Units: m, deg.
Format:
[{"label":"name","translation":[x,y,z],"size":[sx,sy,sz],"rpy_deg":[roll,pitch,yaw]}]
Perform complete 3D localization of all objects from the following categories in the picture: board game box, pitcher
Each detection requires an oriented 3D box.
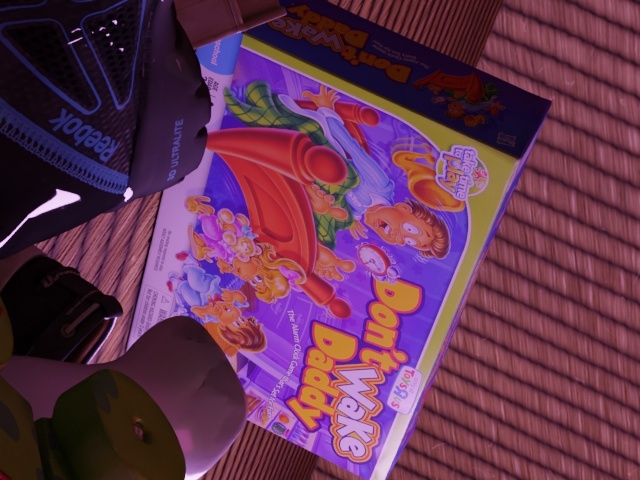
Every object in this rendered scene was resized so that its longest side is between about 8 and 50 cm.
[{"label":"board game box","translation":[0.000,0.000,1.222],"size":[0.078,0.233,0.347],"rpy_deg":[-56,168,-47]},{"label":"pitcher","translation":[-0.160,0.133,0.879],"size":[0.207,0.125,0.178],"rpy_deg":[-16,146,-43]}]

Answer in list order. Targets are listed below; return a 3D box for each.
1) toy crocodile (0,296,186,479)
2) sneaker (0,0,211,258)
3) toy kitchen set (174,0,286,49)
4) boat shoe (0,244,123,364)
[{"label":"toy crocodile","translation":[-0.144,0.095,0.668],"size":[0.115,0.105,0.340],"rpy_deg":[-30,140,12]},{"label":"sneaker","translation":[-0.113,-0.110,0.592],"size":[0.139,0.125,0.341],"rpy_deg":[-35,148,-28]},{"label":"toy kitchen set","translation":[-0.073,-0.165,1.012],"size":[0.083,0.075,0.068],"rpy_deg":[-132,-158,-65]},{"label":"boat shoe","translation":[-0.187,0.119,0.969],"size":[0.233,0.079,0.084],"rpy_deg":[-65,173,16]}]
